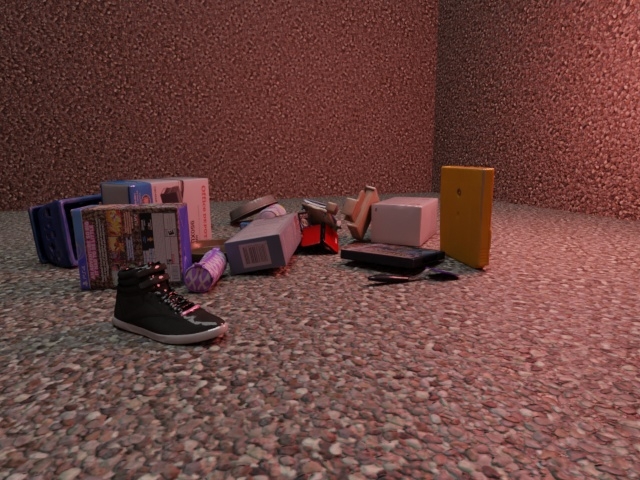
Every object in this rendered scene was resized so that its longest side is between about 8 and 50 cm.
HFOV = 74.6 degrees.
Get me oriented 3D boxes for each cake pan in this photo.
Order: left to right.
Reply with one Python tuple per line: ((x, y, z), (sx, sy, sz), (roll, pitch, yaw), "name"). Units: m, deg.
((-0.375, -0.178, 2.322), (0.292, 0.054, 0.293), (-24, 3, 1), "cake pan")

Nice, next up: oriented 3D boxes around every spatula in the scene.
((0.277, 0.103, 1.244), (0.296, 0.031, 0.084), (-5, 7, -18), "spatula")

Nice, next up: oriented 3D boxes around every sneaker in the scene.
((-0.330, 0.124, 0.896), (0.295, 0.147, 0.104), (6, 11, 23), "sneaker")

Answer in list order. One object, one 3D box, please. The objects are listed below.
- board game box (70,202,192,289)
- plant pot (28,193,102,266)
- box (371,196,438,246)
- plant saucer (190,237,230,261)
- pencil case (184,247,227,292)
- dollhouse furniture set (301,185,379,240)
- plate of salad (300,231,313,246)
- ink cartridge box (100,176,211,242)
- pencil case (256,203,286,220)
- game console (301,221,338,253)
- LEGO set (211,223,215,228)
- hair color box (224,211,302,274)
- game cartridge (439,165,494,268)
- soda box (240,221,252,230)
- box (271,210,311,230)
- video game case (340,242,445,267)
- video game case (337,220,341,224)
((-0.550, 0.011, 1.254), (0.290, 0.232, 0.141), (-2, 11, -6), "board game box")
((-0.905, -0.038, 1.543), (0.211, 0.236, 0.236), (-4, 9, 21), "plant pot")
((0.379, -0.094, 1.861), (0.214, 0.169, 0.345), (5, 12, 26), "box")
((-0.402, 0.036, 1.599), (0.277, 0.041, 0.278), (0, 12, 0), "plant saucer")
((-0.335, 0.084, 1.238), (0.086, 0.088, 0.206), (-2, 11, -1), "pencil case")
((0.062, -0.170, 1.792), (0.303, 0.198, 0.286), (19, -17, 22), "dollhouse furniture set")
((-0.047, -0.001, 1.731), (0.199, 0.048, 0.200), (-2, 13, 0), "plate of salad")
((-0.622, -0.097, 1.645), (0.166, 0.286, 0.394), (7, 14, 27), "ink cartridge box")
((-0.247, -0.121, 2.167), (0.123, 0.114, 0.273), (-14, 10, 3), "pencil case")
((0.000, 0.000, 1.639), (0.124, 0.085, 0.144), (39, 25, -20), "game console")
((-0.581, -0.072, 2.202), (0.054, 0.024, 0.083), (-2, 25, 7), "LEGO set")
((-0.186, 0.000, 1.482), (0.185, 0.114, 0.374), (-9, 13, 8), "hair color box")
((0.492, -0.088, 1.437), (0.052, 0.324, 0.285), (-5, 13, -9), "game cartridge")
((-0.259, -0.049, 1.922), (0.209, 0.071, 0.067), (-2, 10, -6), "soda box")
((-0.140, -0.067, 1.802), (0.147, 0.078, 0.180), (-9, -2, -23), "box")
((0.249, 0.048, 1.442), (0.274, 0.035, 0.248), (6, 8, 38), "video game case")
((-0.041, -0.091, 2.233), (0.226, 0.026, 0.206), (-11, 16, -38), "video game case")
